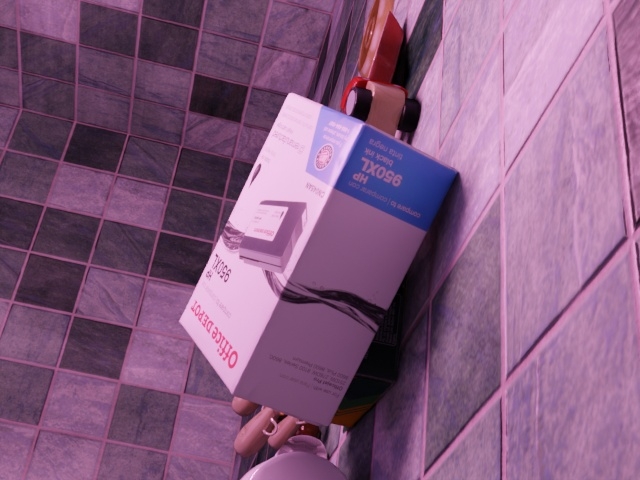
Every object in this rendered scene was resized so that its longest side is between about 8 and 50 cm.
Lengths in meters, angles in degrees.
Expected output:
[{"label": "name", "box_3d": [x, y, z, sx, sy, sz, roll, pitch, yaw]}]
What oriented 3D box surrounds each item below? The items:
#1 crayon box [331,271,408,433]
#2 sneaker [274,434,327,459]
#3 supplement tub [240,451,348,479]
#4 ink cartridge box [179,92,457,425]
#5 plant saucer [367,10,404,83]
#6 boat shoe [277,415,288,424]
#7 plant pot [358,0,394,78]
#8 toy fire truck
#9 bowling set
[{"label": "crayon box", "box_3d": [0.050, 0.170, 1.506, 0.318, 0.081, 0.202, 115, 166, -62]}, {"label": "sneaker", "box_3d": [-0.055, 0.483, 1.693, 0.115, 0.105, 0.281, 101, -179, -60]}, {"label": "supplement tub", "box_3d": [-0.056, 0.435, 1.421, 0.272, 0.191, 0.191, 113, 168, -58]}, {"label": "ink cartridge box", "box_3d": [-0.018, 0.018, 1.356, 0.395, 0.166, 0.285, -64, 27, 5]}, {"label": "plant saucer", "box_3d": [0.108, -0.294, 1.903, 0.259, 0.047, 0.259, -74, 1, -57]}, {"label": "boat shoe", "box_3d": [-0.070, 0.399, 2.093, 0.224, 0.080, 0.073, 100, 161, -54]}, {"label": "plant pot", "box_3d": [0.129, -0.491, 2.273, 0.236, 0.032, 0.236, -167, 90, -82]}, {"label": "toy fire truck", "box_3d": [0.085, -0.185, 1.712, 0.246, 0.158, 0.217, -122, 44, -66]}, {"label": "bowling set", "box_3d": [-0.060, 0.298, 1.829, 0.154, 0.199, 0.287, -51, 31, 22]}]
